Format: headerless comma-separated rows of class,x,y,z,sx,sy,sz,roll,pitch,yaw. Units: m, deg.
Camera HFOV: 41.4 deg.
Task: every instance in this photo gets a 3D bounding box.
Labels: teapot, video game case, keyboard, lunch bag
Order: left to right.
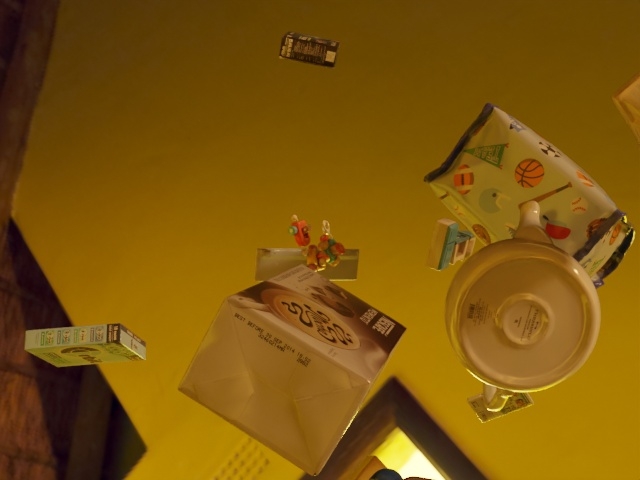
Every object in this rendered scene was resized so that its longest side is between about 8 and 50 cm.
keyboard,-0.026,0.054,1.862,0.256,0.014,0.072,1,-75,-29
video game case,0.390,0.349,1.835,0.122,0.011,0.087,-25,-54,18
teapot,0.310,0.112,1.343,0.256,0.252,0.187,-34,5,8
lunch bag,0.417,-0.050,1.629,0.239,0.328,0.385,-48,-22,15

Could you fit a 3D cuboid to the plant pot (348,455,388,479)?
plant pot,0.087,0.428,1.451,0.083,0.081,0.081,-43,-5,-16

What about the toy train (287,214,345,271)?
toy train,0.000,0.000,1.785,0.046,0.125,0.166,-17,-5,30

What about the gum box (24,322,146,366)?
gum box,-0.449,0.204,1.634,0.184,0.041,0.157,-5,-21,4

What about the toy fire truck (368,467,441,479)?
toy fire truck,0.054,0.382,1.035,0.254,0.302,0.169,-35,-78,-31

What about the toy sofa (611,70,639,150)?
toy sofa,0.562,-0.148,1.079,0.150,0.362,0.177,-42,-70,-2

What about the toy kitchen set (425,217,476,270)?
toy kitchen set,0.393,0.016,2.129,0.207,0.166,0.122,-18,-56,-55

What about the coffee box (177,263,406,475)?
coffee box,-0.016,0.131,0.963,0.119,0.168,0.297,-61,-9,10

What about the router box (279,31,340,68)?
router box,-0.017,-0.317,1.406,0.092,0.122,0.038,11,-73,-1
